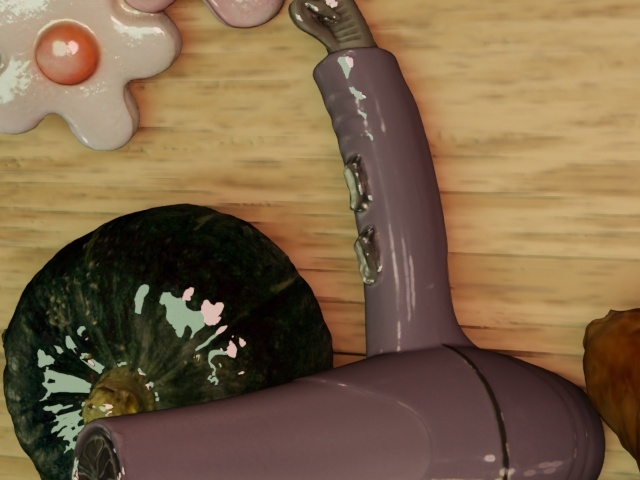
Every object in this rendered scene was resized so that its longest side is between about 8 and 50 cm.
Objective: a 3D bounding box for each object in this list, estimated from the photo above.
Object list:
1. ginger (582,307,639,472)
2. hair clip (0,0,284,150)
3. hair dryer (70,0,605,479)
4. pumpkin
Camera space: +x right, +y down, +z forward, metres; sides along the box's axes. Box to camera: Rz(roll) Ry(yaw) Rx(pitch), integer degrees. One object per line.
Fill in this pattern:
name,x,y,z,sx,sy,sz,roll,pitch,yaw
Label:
ginger,0.284,0.155,0.717,0.357,0.152,0.274,42,147,1
hair clip,-0.115,-0.157,0.882,0.257,0.075,0.146,-35,99,23
hair dryer,0.000,0.000,0.791,0.121,0.301,0.361,-30,64,52
pumpkin,-0.093,0.082,0.872,0.211,0.152,0.212,2,102,8
